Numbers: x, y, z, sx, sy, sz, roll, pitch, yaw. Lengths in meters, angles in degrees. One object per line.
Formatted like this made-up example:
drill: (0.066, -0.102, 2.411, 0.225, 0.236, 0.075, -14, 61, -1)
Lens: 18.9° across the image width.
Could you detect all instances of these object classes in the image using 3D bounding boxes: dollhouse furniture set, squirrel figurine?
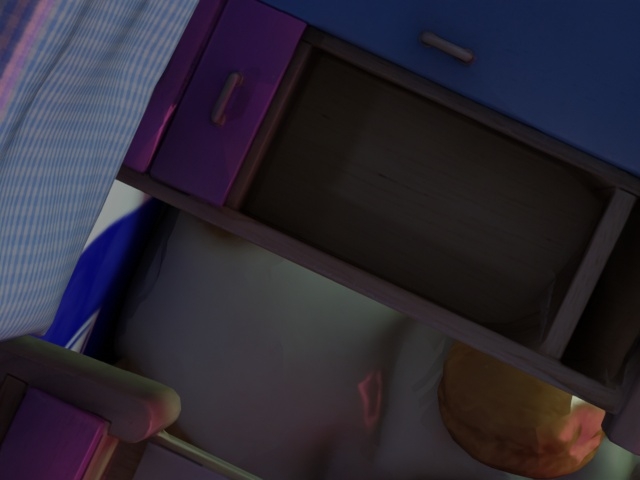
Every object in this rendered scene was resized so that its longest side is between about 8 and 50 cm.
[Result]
dollhouse furniture set: (0.000, 0.000, 0.434, 0.303, 0.198, 0.286, 4, 111, -85)
squirrel figurine: (0.099, 0.083, 0.915, 0.397, 0.370, 0.281, -33, 148, -82)
